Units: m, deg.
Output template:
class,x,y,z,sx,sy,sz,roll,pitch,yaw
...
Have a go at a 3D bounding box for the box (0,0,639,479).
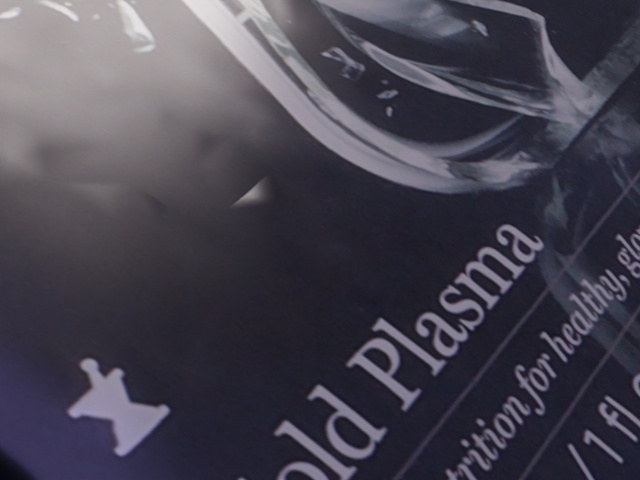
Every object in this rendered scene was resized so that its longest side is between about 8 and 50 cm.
class,x,y,z,sx,sy,sz,roll,pitch,yaw
box,-0.060,-0.016,0.580,0.472,0.297,0.480,35,46,12
